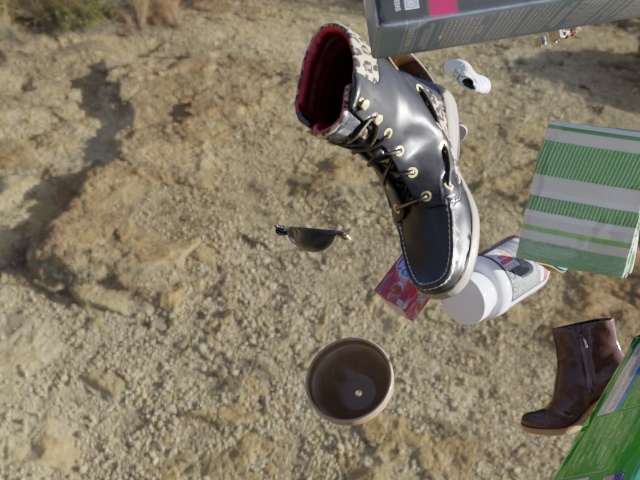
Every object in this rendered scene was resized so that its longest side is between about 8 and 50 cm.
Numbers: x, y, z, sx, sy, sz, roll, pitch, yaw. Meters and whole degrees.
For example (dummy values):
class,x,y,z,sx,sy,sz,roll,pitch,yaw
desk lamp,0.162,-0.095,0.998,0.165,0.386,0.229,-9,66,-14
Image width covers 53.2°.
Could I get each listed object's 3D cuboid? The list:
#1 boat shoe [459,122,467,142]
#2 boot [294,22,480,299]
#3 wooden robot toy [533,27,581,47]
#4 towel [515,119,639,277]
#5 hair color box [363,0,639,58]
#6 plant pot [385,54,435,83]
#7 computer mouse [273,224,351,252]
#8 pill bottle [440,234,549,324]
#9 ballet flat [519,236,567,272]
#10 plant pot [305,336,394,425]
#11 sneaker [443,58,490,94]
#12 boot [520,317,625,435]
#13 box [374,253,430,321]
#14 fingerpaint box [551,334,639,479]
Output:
class,x,y,z,sx,sy,sz,roll,pitch,yaw
boat shoe,0.450,-0.340,2.286,0.075,0.206,0.065,37,34,-6
boot,0.100,-0.118,0.938,0.284,0.138,0.377,22,61,-43
wooden robot toy,0.754,-0.677,2.033,0.076,0.079,0.173,-16,5,-22
towel,0.593,-0.092,1.422,0.248,0.324,0.038,13,15,19
hair color box,0.223,-0.307,0.617,0.375,0.185,0.113,-9,0,2
plant pot,0.124,-0.289,1.282,0.167,0.165,0.167,33,36,-28
computer mouse,0.000,0.000,1.606,0.184,0.060,0.262,6,1,-22
pill bottle,0.566,0.128,2.082,0.363,0.210,0.210,-22,47,-38
ballet flat,0.666,0.044,1.962,0.232,0.073,0.080,30,69,-28
plant pot,0.088,0.386,1.699,0.238,0.109,0.237,-11,54,15
sneaker,0.378,-0.435,1.687,0.061,0.053,0.152,-14,46,-39
boot,0.502,0.276,1.294,0.249,0.206,0.090,-20,-5,28
box,0.311,0.115,2.069,0.123,0.128,0.256,32,81,38
fingerpaint box,0.507,0.365,0.803,0.371,0.163,0.445,48,55,5
